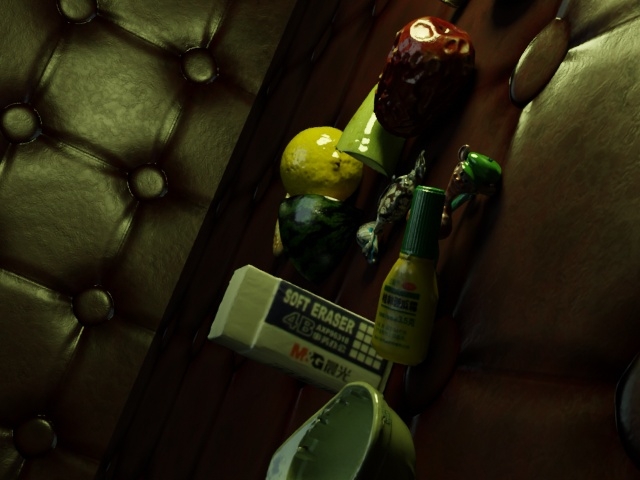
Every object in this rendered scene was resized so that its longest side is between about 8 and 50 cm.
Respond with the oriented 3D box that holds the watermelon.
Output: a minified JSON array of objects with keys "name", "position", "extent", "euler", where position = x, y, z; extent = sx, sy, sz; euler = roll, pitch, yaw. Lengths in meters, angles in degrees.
[{"name":"watermelon","position":[-0.010,-0.001,1.931],"extent":[0.192,0.137,0.145],"euler":[8,66,28]}]

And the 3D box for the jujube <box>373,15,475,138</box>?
[{"name":"jujube","position":[0.184,-0.296,1.700],"extent":[0.155,0.155,0.230],"euler":[-82,14,-45]}]

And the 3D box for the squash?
[{"name":"squash","position":[0.126,-0.254,1.860],"extent":[0.137,0.137,0.288],"euler":[-31,33,62]}]

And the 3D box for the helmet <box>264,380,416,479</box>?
[{"name":"helmet","position":[0.046,0.319,1.242],"extent":[0.257,0.137,0.204],"euler":[-44,25,33]}]

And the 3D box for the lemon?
[{"name":"lemon","position":[0.000,-0.154,1.992],"extent":[0.203,0.178,0.178],"euler":[-23,44,68]}]

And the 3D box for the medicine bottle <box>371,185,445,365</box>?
[{"name":"medicine bottle","position":[0.138,0.050,1.366],"extent":[0.095,0.064,0.261],"euler":[15,96,41]}]

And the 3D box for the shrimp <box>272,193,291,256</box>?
[{"name":"shrimp","position":[-0.070,-0.055,2.285],"extent":[0.115,0.051,0.217],"euler":[-33,36,52]}]

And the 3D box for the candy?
[{"name":"candy","position":[0.135,-0.059,1.676],"extent":[0.226,0.051,0.094],"euler":[-61,27,19]}]

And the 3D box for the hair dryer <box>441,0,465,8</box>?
[{"name":"hair dryer","position":[0.317,-0.611,1.818],"extent":[0.203,0.128,0.362],"euler":[-101,31,-62]}]

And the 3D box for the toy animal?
[{"name":"toy animal","position":[0.198,-0.044,1.423],"extent":[0.103,0.100,0.208],"euler":[-8,-51,-62]}]

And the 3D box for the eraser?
[{"name":"eraser","position":[-0.022,0.152,1.442],"extent":[0.081,0.278,0.124],"euler":[-21,45,67]}]
